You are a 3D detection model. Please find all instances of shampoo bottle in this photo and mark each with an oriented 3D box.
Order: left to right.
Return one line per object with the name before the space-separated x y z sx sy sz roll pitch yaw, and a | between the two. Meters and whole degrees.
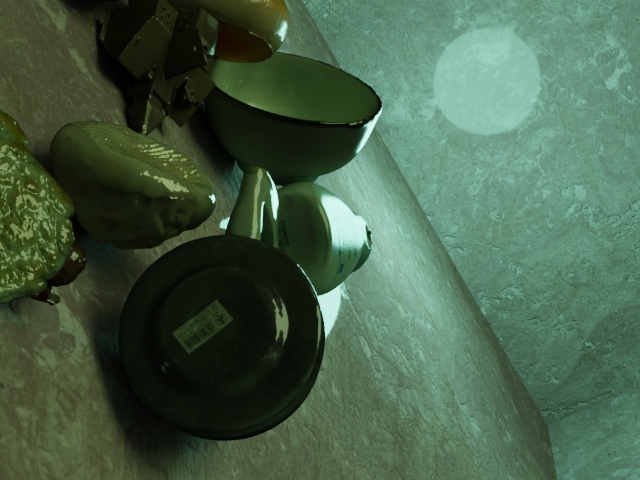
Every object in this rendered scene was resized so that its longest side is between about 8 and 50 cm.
shampoo bottle | 0.000 0.000 1.849 0.349 0.151 0.221 8 71 -72

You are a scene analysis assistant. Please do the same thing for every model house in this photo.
model house | -0.258 -0.261 1.525 0.181 0.176 0.248 47 38 -45

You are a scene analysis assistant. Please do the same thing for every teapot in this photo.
teapot | -0.125 0.105 1.180 0.239 0.240 0.321 85 -14 -68

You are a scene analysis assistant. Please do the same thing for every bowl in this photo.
bowl | -0.068 -0.227 1.843 0.353 0.354 0.185 -89 -169 -60

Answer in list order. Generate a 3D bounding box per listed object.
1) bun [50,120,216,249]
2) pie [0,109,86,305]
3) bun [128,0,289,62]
bun | -0.247 -0.062 1.195 0.231 0.133 0.231 27 10 -5
pie | -0.360 -0.055 0.912 0.274 0.106 0.257 63 25 7
bun | -0.198 -0.445 1.706 0.299 0.299 0.164 28 75 -64
